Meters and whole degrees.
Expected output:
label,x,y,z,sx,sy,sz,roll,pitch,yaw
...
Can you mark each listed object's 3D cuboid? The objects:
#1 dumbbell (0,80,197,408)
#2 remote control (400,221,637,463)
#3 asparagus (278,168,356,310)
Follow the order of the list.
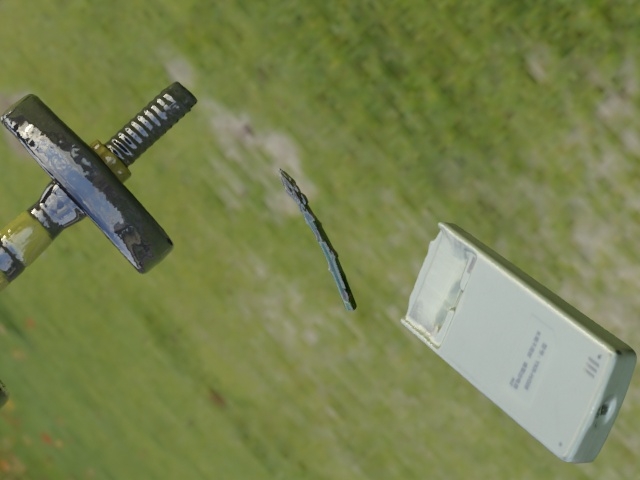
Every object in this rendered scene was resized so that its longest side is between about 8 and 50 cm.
label,x,y,z,sx,sy,sz,roll,pitch,yaw
dumbbell,-0.205,0.011,1.108,0.143,0.325,0.143,47,174,7
remote control,0.178,0.090,1.603,0.038,0.123,0.285,7,-160,-38
asparagus,0.000,0.000,1.466,0.162,0.016,0.016,63,176,-36
